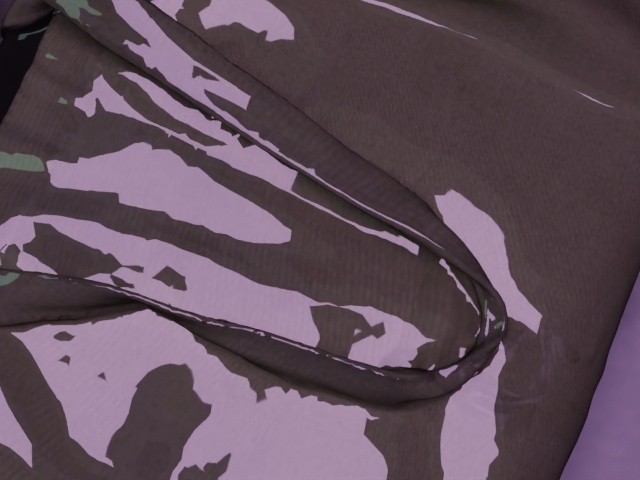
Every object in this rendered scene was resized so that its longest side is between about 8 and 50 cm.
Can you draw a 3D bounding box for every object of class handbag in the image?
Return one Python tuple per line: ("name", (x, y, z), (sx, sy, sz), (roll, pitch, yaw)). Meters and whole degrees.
("handbag", (-0.005, 0.002, 0.554), (0.253, 0.109, 0.316), (23, 81, -8))
